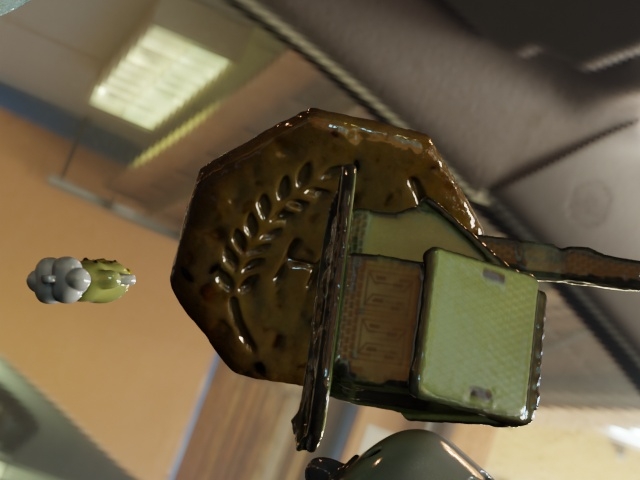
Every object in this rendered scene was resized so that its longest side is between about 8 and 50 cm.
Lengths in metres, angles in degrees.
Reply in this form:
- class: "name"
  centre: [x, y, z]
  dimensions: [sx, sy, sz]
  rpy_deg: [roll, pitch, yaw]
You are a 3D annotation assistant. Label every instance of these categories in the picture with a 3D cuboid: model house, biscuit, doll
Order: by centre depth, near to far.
- class: "model house"
  centre: [0.128, 0.078, 1.192]
  dimensions: [0.278, 0.218, 0.205]
  rpy_deg: [9, -14, 0]
- class: "biscuit"
  centre: [0.010, 0.021, 1.655]
  dimensions: [0.359, 0.359, 0.046]
  rpy_deg: [24, 22, -18]
- class: "doll"
  centre: [-0.307, 0.051, 1.896]
  dimensions: [0.106, 0.062, 0.162]
  rpy_deg: [-8, -4, 24]

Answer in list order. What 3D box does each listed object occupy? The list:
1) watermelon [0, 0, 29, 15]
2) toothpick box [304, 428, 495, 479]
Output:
- class: "watermelon"
  centre: [-0.271, -0.263, 1.055]
  dimensions: [0.207, 0.202, 0.136]
  rpy_deg: [62, -9, -7]
- class: "toothpick box"
  centre: [0.101, 0.309, 1.293]
  dimensions: [0.316, 0.229, 0.229]
  rpy_deg: [42, -6, 12]
